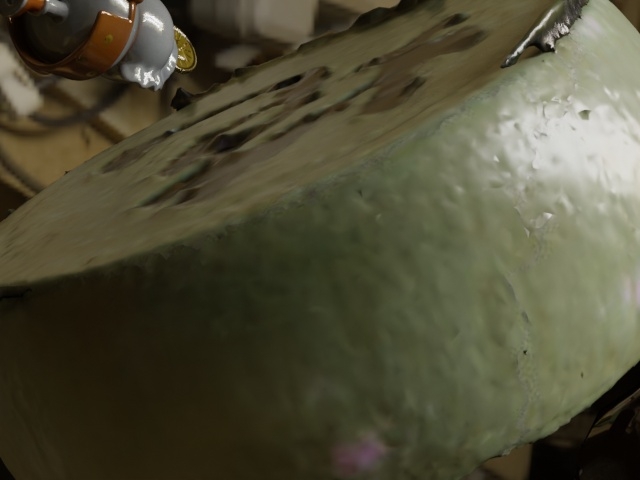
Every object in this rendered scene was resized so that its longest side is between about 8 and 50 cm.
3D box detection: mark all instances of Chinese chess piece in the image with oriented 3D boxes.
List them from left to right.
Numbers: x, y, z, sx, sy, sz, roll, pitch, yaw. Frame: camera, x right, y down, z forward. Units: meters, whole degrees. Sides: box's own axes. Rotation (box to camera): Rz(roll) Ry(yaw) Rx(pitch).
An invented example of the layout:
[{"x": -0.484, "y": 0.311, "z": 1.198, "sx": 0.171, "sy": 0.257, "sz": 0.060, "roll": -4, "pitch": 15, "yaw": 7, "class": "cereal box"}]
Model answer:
[{"x": 0.000, "y": 0.000, "z": 0.718, "sx": 0.146, "sy": 0.349, "sz": 0.349, "roll": 64, "pitch": 35, "yaw": -15, "class": "Chinese chess piece"}]

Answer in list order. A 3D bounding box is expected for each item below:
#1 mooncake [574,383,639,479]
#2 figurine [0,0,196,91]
[{"x": 0.202, "y": 0.122, "z": 0.444, "sx": 0.350, "sy": 0.212, "sz": 0.381, "roll": -46, "pitch": 150, "yaw": -6, "class": "mooncake"}, {"x": -0.215, "y": -0.223, "z": 1.555, "sx": 0.271, "sy": 0.143, "sz": 0.143, "roll": 2, "pitch": 92, "yaw": -43, "class": "figurine"}]
